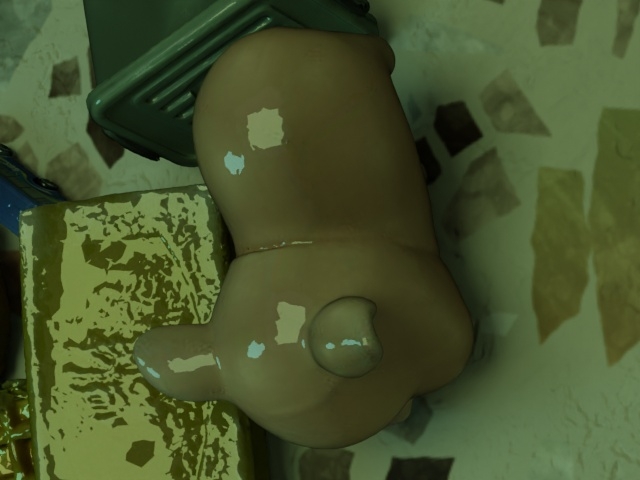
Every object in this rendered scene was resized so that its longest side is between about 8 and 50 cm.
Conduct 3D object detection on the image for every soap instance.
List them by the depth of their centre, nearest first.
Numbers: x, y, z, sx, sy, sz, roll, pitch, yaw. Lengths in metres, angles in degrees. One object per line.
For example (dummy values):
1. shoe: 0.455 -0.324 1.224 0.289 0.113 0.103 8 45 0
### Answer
1. soap: -0.150 0.116 1.531 0.199 0.091 0.314 -7 77 5

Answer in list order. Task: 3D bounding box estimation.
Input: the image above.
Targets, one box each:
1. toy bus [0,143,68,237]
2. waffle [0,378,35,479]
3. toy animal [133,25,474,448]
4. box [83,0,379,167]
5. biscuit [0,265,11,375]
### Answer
1. toy bus: -0.299 -0.051 1.706 0.153 0.061 0.051 35 106 30
2. waffle: -0.310 0.255 1.632 0.312 0.060 0.307 19 97 16
3. toy animal: 0.000 0.000 1.404 0.237 0.269 0.326 -7 118 39
4. box: -0.087 -0.188 1.545 0.243 0.163 0.135 -33 57 25
5. biscuit: -0.416 0.080 1.748 0.296 0.075 0.295 -2 86 26
